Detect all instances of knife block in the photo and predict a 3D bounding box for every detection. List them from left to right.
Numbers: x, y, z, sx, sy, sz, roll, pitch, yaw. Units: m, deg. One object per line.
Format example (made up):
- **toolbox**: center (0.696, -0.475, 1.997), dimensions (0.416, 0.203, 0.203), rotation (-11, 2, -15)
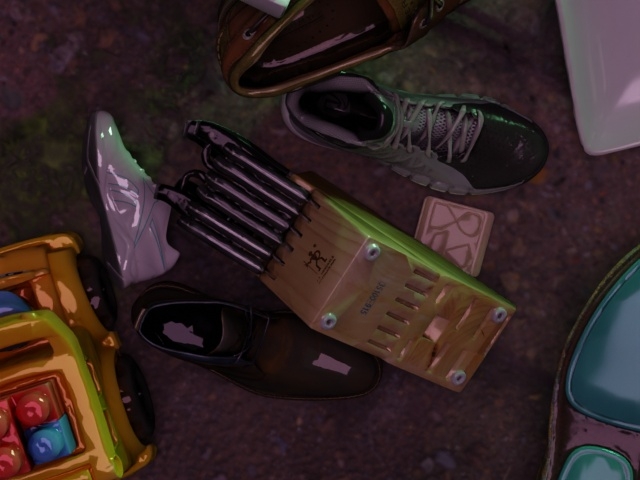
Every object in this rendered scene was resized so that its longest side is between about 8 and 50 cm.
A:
- **knife block**: center (0.000, 0.000, 1.434), dimensions (0.276, 0.242, 0.088), rotation (25, 102, -40)

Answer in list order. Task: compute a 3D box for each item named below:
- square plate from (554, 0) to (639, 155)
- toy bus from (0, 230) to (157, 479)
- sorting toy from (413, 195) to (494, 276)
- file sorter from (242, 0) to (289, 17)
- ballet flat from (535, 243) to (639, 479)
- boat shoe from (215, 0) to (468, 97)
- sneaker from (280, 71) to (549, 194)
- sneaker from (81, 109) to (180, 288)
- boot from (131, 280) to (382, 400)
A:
- **square plate**: center (0.345, -0.271, 1.385), dimensions (0.347, 0.049, 0.344), rotation (-14, 109, 3)
- **toy bus**: center (-0.237, 0.112, 1.380), dimensions (0.149, 0.211, 0.220), rotation (-18, 91, 4)
- **sorting toy**: center (0.108, 0.009, 1.461), dimensions (0.062, 0.012, 0.083), rotation (15, 93, 3)
- **file sorter**: center (-0.048, -0.351, 1.273), dimensions (0.193, 0.173, 0.277), rotation (25, 62, -7)
- **ballet flat**: center (0.240, 0.157, 1.415), dimensions (0.123, 0.123, 0.348), rotation (19, 90, 1)
- **boat shoe**: center (0.061, -0.195, 1.334), dimensions (0.307, 0.104, 0.110), rotation (-29, 120, 15)
- **sneaker**: center (0.075, -0.086, 1.397), dimensions (0.229, 0.132, 0.086), rotation (11, 94, 2)
- **sneaker**: center (-0.162, -0.038, 1.454), dimensions (0.061, 0.054, 0.152), rotation (-13, 88, -21)
- **boot**: center (-0.056, 0.092, 1.423), dimensions (0.219, 0.106, 0.082), rotation (15, 93, 1)
